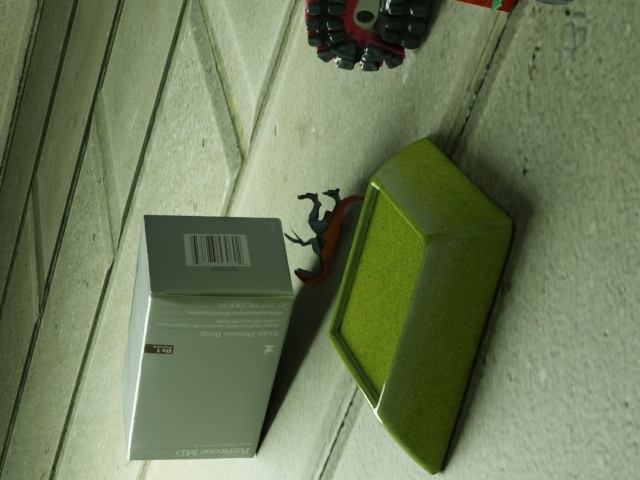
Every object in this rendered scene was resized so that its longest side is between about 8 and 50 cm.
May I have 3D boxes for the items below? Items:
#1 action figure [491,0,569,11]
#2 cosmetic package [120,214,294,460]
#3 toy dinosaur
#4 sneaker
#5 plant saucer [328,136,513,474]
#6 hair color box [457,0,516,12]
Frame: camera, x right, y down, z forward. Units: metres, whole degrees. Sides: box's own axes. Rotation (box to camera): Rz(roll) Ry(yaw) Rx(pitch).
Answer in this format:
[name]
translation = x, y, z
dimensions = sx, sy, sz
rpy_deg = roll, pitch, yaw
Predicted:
[action figure]
translation = 0.145, -0.263, 0.907
dimensions = 0.137, 0.064, 0.232
rpy_deg = 174, 100, -73
[cosmetic package]
translation = -0.105, 0.090, 1.333
dimensions = 0.107, 0.127, 0.238
rpy_deg = -102, 16, -44
[toy dinosaur]
translation = 0.000, 0.000, 1.253
dimensions = 0.090, 0.047, 0.082
rpy_deg = 17, 117, 61
[sneaker]
translation = 0.037, -0.267, 1.098
dimensions = 0.299, 0.121, 0.112
rpy_deg = 105, 168, -47
[plant saucer]
translation = 0.057, 0.038, 1.055
dimensions = 0.188, 0.045, 0.188
rpy_deg = -125, 46, -64
[hair color box]
translation = 0.052, -0.213, 0.992
dimensions = 0.053, 0.167, 0.093
rpy_deg = 117, 154, -43
